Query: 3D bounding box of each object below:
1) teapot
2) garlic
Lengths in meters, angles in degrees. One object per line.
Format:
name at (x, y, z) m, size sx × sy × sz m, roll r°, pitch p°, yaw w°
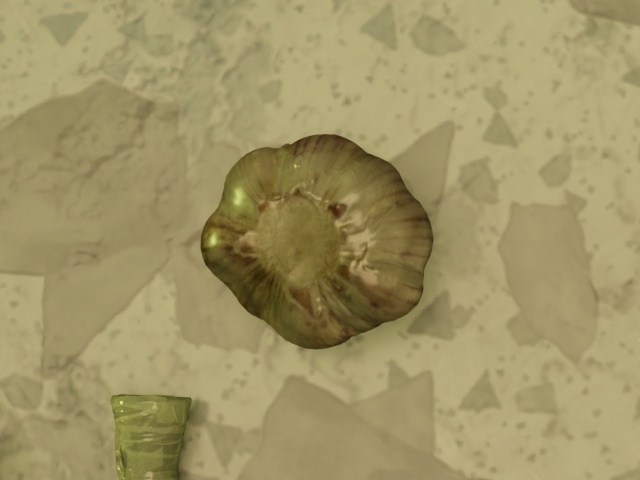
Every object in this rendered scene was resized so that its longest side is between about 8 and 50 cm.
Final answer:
teapot at (-0.121, 0.149, 1.239) m, size 0.067 × 0.057 × 0.083 m, roll -7°, pitch 83°, yaw 45°
garlic at (0.000, 0.000, 1.215) m, size 0.159 × 0.102 × 0.147 m, roll 7°, pitch 95°, yaw 18°
